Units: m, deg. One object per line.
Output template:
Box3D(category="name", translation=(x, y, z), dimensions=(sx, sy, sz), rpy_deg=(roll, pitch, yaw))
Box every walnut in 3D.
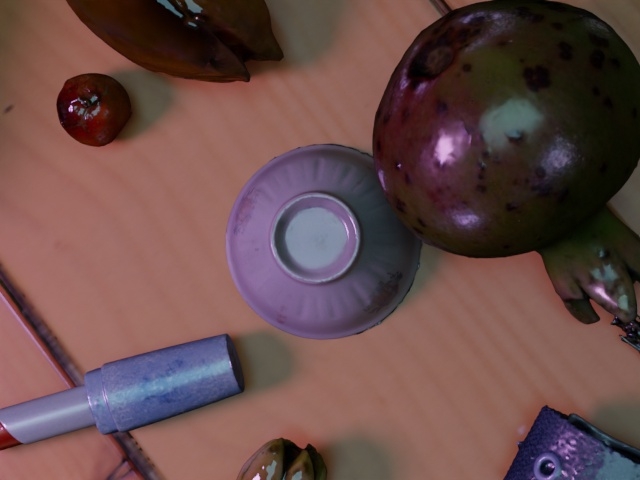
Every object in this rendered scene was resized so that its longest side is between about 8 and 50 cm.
Box3D(category="walnut", translation=(-0.144, -0.227, 1.330), dimensions=(0.245, 0.137, 0.137), rpy_deg=(28, 90, 5))

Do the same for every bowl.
Box3D(category="bowl", translation=(0.000, 0.000, 1.327), dimensions=(0.189, 0.086, 0.189), rpy_deg=(0, 88, 5))

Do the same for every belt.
Box3D(category="belt", translation=(0.266, 0.249, 1.273), dimensions=(0.218, 0.122, 0.128), rpy_deg=(30, 93, 5))

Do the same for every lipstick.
Box3D(category="lipstick", translation=(-0.210, 0.153, 1.350), dimensions=(0.274, 0.061, 0.068), rpy_deg=(-17, 88, 4))

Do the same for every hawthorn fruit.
Box3D(category="hawthorn fruit", translation=(-0.217, -0.126, 1.359), dimensions=(0.077, 0.077, 0.077), rpy_deg=(0, 87, 5))

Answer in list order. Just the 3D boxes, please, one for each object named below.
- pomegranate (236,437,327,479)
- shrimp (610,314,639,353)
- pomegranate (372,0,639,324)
Box3D(category="pomegranate", translation=(-0.066, 0.310, 1.284), dimensions=(0.241, 0.159, 0.190), rpy_deg=(-35, 86, -2))
Box3D(category="shrimp", translation=(0.346, 0.090, 1.322), dimensions=(0.161, 0.034, 0.091), rpy_deg=(24, 78, 0))
Box3D(category="pomegranate", translation=(0.199, -0.077, 1.255), dimensions=(0.306, 0.242, 0.242), rpy_deg=(29, 90, -12))
